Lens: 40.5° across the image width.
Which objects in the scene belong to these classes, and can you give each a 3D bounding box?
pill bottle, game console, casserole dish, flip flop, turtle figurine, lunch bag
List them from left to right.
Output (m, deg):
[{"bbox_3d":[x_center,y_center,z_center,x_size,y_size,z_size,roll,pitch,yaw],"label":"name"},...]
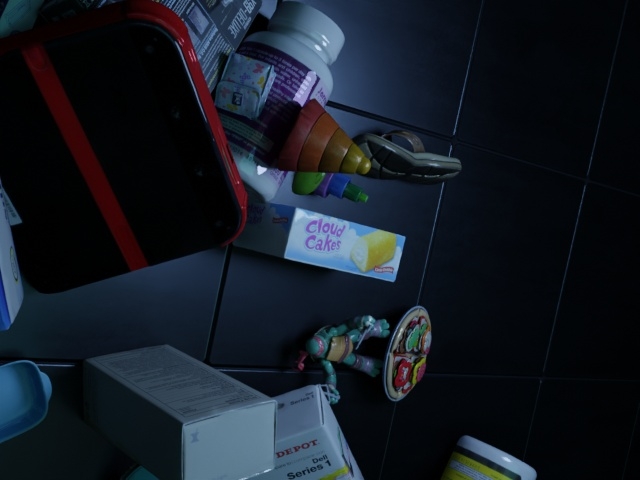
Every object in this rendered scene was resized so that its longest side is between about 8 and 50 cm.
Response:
[{"bbox_3d":[-0.485,0.240,1.256,0.188,0.037,0.114,-22,113,-35],"label":"casserole dish"},{"bbox_3d":[-0.300,-0.113,1.180,0.342,0.060,0.386,-15,127,3],"label":"game console"},{"bbox_3d":[-0.112,-0.226,1.283,0.053,0.071,0.083,62,49,-82],"label":"lunch bag"},{"bbox_3d":[-0.082,-0.225,1.395,0.169,0.169,0.301,36,78,-39],"label":"pill bottle"},{"bbox_3d":[0.043,0.204,1.631,0.234,0.118,0.175,4,116,-57],"label":"turtle figurine"},{"bbox_3d":[0.160,-0.168,1.661,0.277,0.112,0.080,6,70,-38],"label":"flip flop"},{"bbox_3d":[0.325,0.618,1.910,0.188,0.188,0.333,36,77,-39],"label":"pill bottle"}]

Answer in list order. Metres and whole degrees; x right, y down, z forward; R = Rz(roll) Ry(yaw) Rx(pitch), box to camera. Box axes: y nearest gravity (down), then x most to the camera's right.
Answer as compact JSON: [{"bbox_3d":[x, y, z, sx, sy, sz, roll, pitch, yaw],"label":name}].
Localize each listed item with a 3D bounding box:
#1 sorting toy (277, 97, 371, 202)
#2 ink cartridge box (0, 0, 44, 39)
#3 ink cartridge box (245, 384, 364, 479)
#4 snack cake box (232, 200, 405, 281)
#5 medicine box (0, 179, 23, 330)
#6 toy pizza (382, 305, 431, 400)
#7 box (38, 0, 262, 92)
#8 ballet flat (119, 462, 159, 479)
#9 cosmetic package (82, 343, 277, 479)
[{"bbox_3d":[0.031,-0.114,1.414,0.127,0.126,0.365,-63,170,-5],"label":"sorting toy"},{"bbox_3d":[-0.401,-0.332,1.155,0.046,0.097,0.207,27,83,-40],"label":"ink cartridge box"},{"bbox_3d":[-0.044,0.419,1.549,0.201,0.117,0.278,-20,118,5],"label":"ink cartridge box"},{"bbox_3d":[0.000,0.000,1.526,0.264,0.152,0.089,13,91,-41],"label":"snack cake box"},{"bbox_3d":[-0.526,-0.016,1.023,0.289,0.149,0.263,-9,107,-9],"label":"medicine box"},{"bbox_3d":[0.185,0.233,1.768,0.201,0.032,0.201,-31,128,-50],"label":"toy pizza"},{"bbox_3d":[-0.225,-0.336,1.245,0.242,0.077,0.307,51,46,-36],"label":"box"},{"bbox_3d":[-0.315,0.461,1.424,0.091,0.077,0.240,22,89,-5],"label":"ballet flat"},{"bbox_3d":[-0.219,0.257,1.299,0.160,0.309,0.113,-6,105,-38],"label":"cosmetic package"}]
